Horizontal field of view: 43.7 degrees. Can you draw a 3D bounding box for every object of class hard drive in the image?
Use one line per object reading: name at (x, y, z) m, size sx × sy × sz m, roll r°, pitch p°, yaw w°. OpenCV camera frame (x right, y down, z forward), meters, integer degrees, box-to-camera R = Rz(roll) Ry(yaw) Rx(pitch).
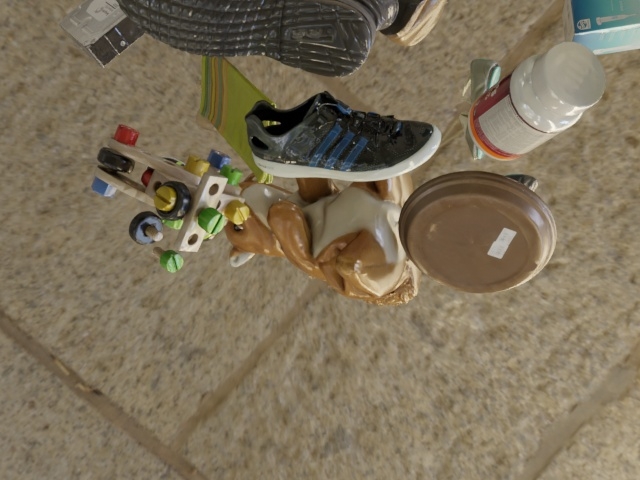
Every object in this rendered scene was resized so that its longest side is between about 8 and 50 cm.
hard drive at (-0.398, -0.533, 1.742) m, size 0.339 × 0.237 × 0.064 m, roll -41°, pitch 131°, yaw -6°

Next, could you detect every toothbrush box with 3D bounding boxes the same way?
toothbrush box at (0.706, -0.513, 1.791) m, size 0.296 × 0.216 × 0.126 m, roll -5°, pitch 86°, yaw 14°

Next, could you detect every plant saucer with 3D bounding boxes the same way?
plant saucer at (0.272, -0.002, 1.407) m, size 0.278 × 0.041 × 0.277 m, roll 9°, pitch 133°, yaw 10°

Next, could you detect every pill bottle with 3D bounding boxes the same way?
pill bottle at (0.324, -0.209, 1.214) m, size 0.121 × 0.221 × 0.121 m, roll 4°, pitch 76°, yaw -16°

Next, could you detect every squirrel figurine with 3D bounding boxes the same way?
squirrel figurine at (0.000, 0.000, 1.596) m, size 0.371 × 0.397 × 0.281 m, roll 2°, pitch 66°, yaw 28°

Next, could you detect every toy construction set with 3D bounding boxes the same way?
toy construction set at (-0.171, -0.099, 1.259) m, size 0.309 × 0.237 × 0.257 m, roll -51°, pitch 139°, yaw -10°

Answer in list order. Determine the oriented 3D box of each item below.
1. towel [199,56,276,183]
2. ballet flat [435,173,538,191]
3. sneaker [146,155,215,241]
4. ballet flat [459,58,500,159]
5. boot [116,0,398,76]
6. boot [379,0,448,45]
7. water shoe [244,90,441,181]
towel at (-0.107, -0.161, 0.986) m, size 0.021 × 0.237 × 0.102 m, roll -10°, pitch 122°, yaw -22°
ballet flat at (0.388, -0.095, 1.856) m, size 0.281 × 0.096 × 0.095 m, roll -4°, pitch 134°, yaw -13°
sneaker at (-0.275, -0.097, 1.568) m, size 0.084 × 0.097 × 0.234 m, roll -43°, pitch 64°, yaw -1°
ballet flat at (0.325, -0.275, 1.667) m, size 0.068 × 0.072 × 0.213 m, roll 20°, pitch 119°, yaw 27°
boot at (-0.078, -0.307, 1.023) m, size 0.338 × 0.222 × 0.118 m, roll 21°, pitch 121°, yaw 1°
boot at (0.244, -0.550, 1.701) m, size 0.305 × 0.115 × 0.112 m, roll -51°, pitch 60°, yaw 13°
water shoe at (0.017, -0.108, 0.807) m, size 0.203 × 0.073 × 0.080 m, roll -3°, pitch 132°, yaw 18°
